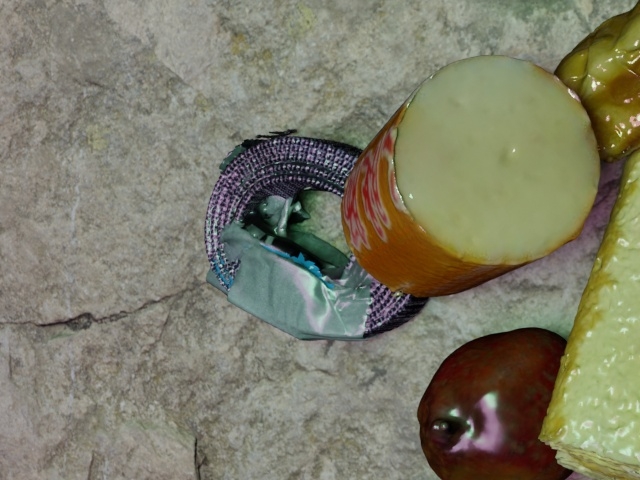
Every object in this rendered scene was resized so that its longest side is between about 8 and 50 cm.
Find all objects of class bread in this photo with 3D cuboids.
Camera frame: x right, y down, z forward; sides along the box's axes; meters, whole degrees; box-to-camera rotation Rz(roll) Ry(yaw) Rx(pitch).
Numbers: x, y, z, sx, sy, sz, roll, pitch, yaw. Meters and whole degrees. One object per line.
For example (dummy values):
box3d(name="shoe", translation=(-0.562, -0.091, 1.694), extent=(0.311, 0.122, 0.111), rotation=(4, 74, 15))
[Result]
box3d(name="bread", translation=(0.402, 0.088, 1.346), extent=(0.237, 0.165, 0.375), rotation=(11, 72, 30))
box3d(name="bread", translation=(0.391, -0.219, 1.385), extent=(0.294, 0.167, 0.132), rotation=(-38, 101, 26))

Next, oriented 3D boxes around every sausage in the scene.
box3d(name="sausage", translation=(0.159, -0.063, 1.420), extent=(0.233, 0.287, 0.233), rotation=(2, 80, -11))

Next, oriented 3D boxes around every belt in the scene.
box3d(name="belt", translation=(0.000, 0.000, 1.655), extent=(0.325, 0.122, 0.260), rotation=(28, 101, 21))

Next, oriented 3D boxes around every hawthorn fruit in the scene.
box3d(name="hawthorn fruit", translation=(0.208, 0.203, 1.478), extent=(0.208, 0.248, 0.208), rotation=(1, 92, 46))
